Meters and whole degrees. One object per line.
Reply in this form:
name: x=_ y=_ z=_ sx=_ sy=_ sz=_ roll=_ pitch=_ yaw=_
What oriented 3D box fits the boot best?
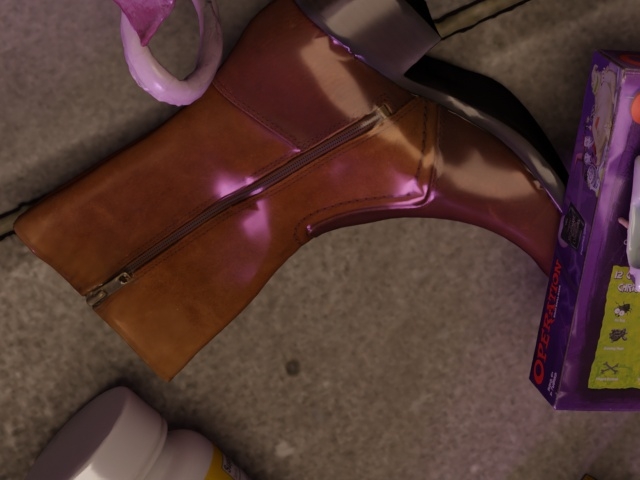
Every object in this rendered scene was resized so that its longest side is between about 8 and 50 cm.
boot: x=0.000 y=0.000 z=1.095 sx=0.280 sy=0.096 sz=0.264 roll=-40 pitch=116 yaw=15

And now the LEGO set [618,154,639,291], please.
LEGO set: x=0.310 y=0.008 z=0.997 sx=0.287 sy=0.107 sz=0.132 roll=-8 pitch=113 yaw=-14

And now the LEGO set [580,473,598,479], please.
LEGO set: x=0.236 y=0.313 z=1.171 sx=0.331 sy=0.192 sz=0.255 roll=37 pitch=103 yaw=-15

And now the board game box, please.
board game box: x=0.305 y=0.002 z=1.078 sx=0.346 sy=0.056 sz=0.208 roll=3 pitch=114 yaw=-18

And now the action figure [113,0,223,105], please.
action figure: x=-0.212 y=-0.258 z=0.962 sx=0.370 sy=0.248 sz=0.276 roll=6 pitch=136 yaw=-7

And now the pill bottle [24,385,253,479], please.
pill bottle: x=-0.082 y=0.195 z=1.144 sx=0.119 sy=0.119 sz=0.208 roll=-43 pitch=107 yaw=11
